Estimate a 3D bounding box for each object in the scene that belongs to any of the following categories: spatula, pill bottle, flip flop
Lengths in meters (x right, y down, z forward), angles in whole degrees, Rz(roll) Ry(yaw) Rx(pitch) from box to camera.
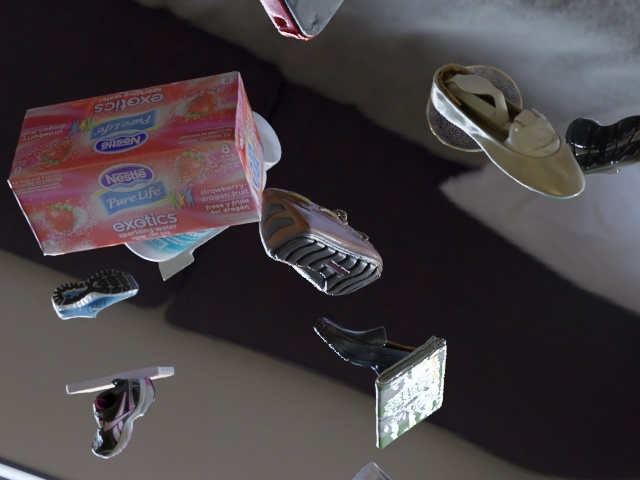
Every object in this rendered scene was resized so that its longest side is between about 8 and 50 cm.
[{"bbox_3d":[-0.226,-0.056,2.027,0.242,0.168,0.019,-33,168,38],"label":"spatula"},{"bbox_3d":[-0.182,-0.087,1.812,0.264,0.146,0.146,-33,138,31],"label":"pill bottle"},{"bbox_3d":[0.507,-0.160,2.119,0.080,0.112,0.277,18,170,-25],"label":"flip flop"}]

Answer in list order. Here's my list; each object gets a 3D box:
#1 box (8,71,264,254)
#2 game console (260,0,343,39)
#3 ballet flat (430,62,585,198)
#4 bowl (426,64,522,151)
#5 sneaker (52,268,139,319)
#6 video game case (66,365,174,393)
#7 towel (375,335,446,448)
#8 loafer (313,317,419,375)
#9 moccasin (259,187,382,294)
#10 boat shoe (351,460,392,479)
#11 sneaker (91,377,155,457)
[{"bbox_3d":[-0.235,-0.099,1.602,0.300,0.154,0.142,-9,133,8],"label":"box"},{"bbox_3d":[-0.010,-0.564,2.105,0.060,0.342,0.386,26,165,29],"label":"game console"},{"bbox_3d":[0.233,-0.145,1.537,0.248,0.086,0.086,40,-177,29],"label":"ballet flat"},{"bbox_3d":[0.280,-0.221,2.194,0.170,0.170,0.080,19,164,21],"label":"bowl"},{"bbox_3d":[-0.417,0.104,2.271,0.162,0.063,0.073,-13,142,-19],"label":"sneaker"},{"bbox_3d":[-0.338,0.237,2.086,0.157,0.019,0.143,-12,174,2],"label":"video game case"},{"bbox_3d":[0.113,0.197,1.587,0.023,0.113,0.152,45,153,32],"label":"towel"},{"bbox_3d":[0.067,0.140,1.662,0.170,0.061,0.062,30,-169,-28],"label":"loafer"},{"bbox_3d":[-0.003,0.002,2.227,0.139,0.147,0.380,-33,151,22],"label":"moccasin"},{"bbox_3d":[0.154,0.442,1.889,0.258,0.084,0.095,38,-175,-9],"label":"boat shoe"},{"bbox_3d":[-0.345,0.284,2.024,0.077,0.178,0.072,16,-149,-29],"label":"sneaker"}]
